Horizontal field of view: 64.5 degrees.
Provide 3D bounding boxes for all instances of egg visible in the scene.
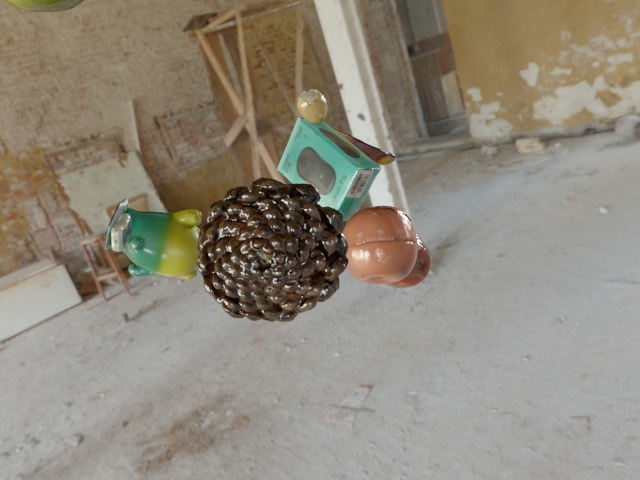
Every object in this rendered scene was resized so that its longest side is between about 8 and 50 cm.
[{"bbox_3d":[-0.021,-0.364,1.389,0.080,0.096,0.080,-7,52,9],"label":"egg"}]

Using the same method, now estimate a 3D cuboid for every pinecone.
[{"bbox_3d":[-0.074,0.011,0.755,0.221,0.222,0.221,-17,17,5],"label":"pinecone"}]

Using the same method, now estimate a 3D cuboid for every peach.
[{"bbox_3d":[0.140,-0.339,1.866,0.279,0.068,0.189,26,5,12],"label":"peach"}]

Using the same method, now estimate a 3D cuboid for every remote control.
[{"bbox_3d":[-0.538,-0.022,1.376,0.032,0.074,0.122,5,25,-8],"label":"remote control"}]

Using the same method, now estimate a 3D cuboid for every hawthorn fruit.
[{"bbox_3d":[0.355,0.085,2.228,0.275,0.299,0.275,-53,18,25],"label":"hawthorn fruit"}]

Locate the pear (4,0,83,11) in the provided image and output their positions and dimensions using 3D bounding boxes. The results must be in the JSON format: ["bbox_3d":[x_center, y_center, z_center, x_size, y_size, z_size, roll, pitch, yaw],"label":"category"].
[{"bbox_3d":[-0.768,-0.752,1.357,0.321,0.269,0.269,1,10,-20],"label":"pear"}]

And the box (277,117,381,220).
[{"bbox_3d":[0.018,-0.230,1.619,0.118,0.205,0.311,-8,45,-48],"label":"box"}]

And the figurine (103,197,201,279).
[{"bbox_3d":[-0.576,0.005,1.819,0.340,0.324,0.231,21,15,-11],"label":"figurine"}]

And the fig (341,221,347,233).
[{"bbox_3d":[0.000,0.000,2.060,0.316,0.316,0.316,-17,17,5],"label":"fig"}]

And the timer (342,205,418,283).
[{"bbox_3d":[0.174,0.013,1.503,0.229,0.215,0.230,1,-17,0],"label":"timer"}]
